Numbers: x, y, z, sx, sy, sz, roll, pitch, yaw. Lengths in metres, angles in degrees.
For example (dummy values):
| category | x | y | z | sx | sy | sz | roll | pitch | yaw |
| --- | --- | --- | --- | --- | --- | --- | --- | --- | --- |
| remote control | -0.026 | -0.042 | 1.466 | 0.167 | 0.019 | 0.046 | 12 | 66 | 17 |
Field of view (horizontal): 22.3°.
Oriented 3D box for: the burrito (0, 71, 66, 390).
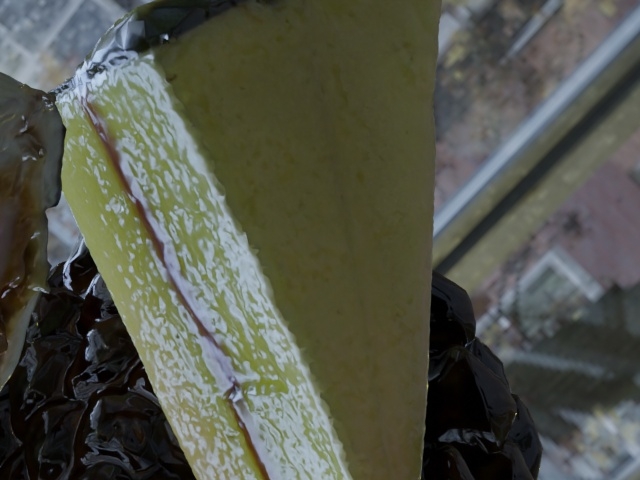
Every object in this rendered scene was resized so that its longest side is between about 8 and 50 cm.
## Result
| category | x | y | z | sx | sy | sz | roll | pitch | yaw |
| --- | --- | --- | --- | --- | --- | --- | --- | --- | --- |
| burrito | -0.231 | -0.032 | 0.597 | 0.299 | 0.143 | 0.105 | 20 | -145 | 30 |

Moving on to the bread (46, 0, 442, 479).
| category | x | y | z | sx | sy | sz | roll | pitch | yaw |
| --- | --- | --- | --- | --- | --- | --- | --- | --- | --- |
| bread | 0.000 | 0.004 | 0.755 | 0.163 | 0.168 | 0.264 | -28 | -81 | -31 |

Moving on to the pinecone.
| category | x | y | z | sx | sy | sz | roll | pitch | yaw |
| --- | --- | --- | --- | --- | --- | --- | --- | --- | --- |
| pinecone | -0.043 | 0.153 | 1.055 | 0.398 | 0.398 | 0.397 | 34 | -154 | -19 |
